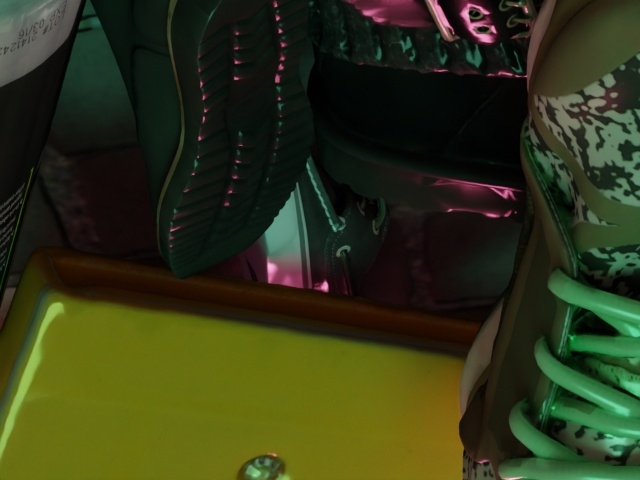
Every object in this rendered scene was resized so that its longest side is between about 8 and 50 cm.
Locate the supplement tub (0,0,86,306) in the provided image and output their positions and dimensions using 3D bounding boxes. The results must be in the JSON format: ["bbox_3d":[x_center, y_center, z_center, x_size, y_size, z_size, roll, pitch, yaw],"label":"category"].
[{"bbox_3d":[-0.213,-0.048,0.791,0.193,0.194,0.316,9,136,-15],"label":"supplement tub"}]

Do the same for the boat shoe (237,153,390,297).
[{"bbox_3d":[0.000,0.000,0.958,0.076,0.080,0.228,-23,135,-11],"label":"boat shoe"}]

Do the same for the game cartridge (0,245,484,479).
[{"bbox_3d":[-0.065,0.166,0.961,0.285,0.053,0.324,11,118,-29],"label":"game cartridge"}]

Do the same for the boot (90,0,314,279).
[{"bbox_3d":[-0.070,-0.088,0.823,0.077,0.137,0.198,-27,150,-30],"label":"boot"}]

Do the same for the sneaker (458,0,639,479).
[{"bbox_3d":[0.125,0.060,0.732,0.158,0.182,0.410,15,148,9],"label":"sneaker"}]

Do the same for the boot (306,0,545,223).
[{"bbox_3d":[0.133,-0.121,0.752,0.348,0.131,0.260,1,140,11],"label":"boot"}]
